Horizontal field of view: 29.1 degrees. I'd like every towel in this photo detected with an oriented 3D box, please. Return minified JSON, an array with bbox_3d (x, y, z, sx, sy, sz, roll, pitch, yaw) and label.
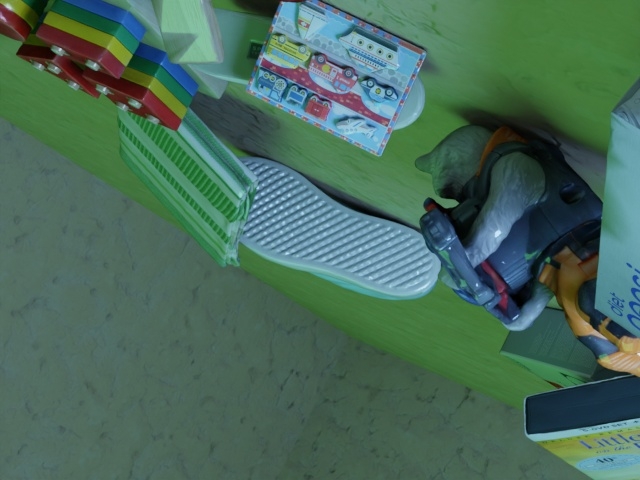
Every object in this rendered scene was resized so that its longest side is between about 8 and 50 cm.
[{"bbox_3d":[-0.181,-0.097,1.635,0.248,0.038,0.325,46,162,8],"label":"towel"}]

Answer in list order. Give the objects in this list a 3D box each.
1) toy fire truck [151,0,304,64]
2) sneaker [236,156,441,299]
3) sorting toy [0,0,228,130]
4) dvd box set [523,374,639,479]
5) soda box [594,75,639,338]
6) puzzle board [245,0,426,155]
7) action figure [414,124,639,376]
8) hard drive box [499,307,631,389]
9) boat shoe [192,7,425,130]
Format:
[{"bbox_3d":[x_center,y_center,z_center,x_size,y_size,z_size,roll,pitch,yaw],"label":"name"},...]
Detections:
[{"bbox_3d":[-0.079,-0.197,0.785,0.217,0.158,0.246,24,-177,22],"label":"toy fire truck"},{"bbox_3d":[0.000,0.000,1.786,0.366,0.135,0.150,27,170,12],"label":"sneaker"},{"bbox_3d":[-0.269,-0.229,1.358,0.255,0.089,0.257,24,172,24],"label":"sorting toy"},{"bbox_3d":[0.504,0.275,1.639,0.307,0.062,0.420,-16,146,32],"label":"dvd box set"},{"bbox_3d":[0.242,-0.016,0.783,0.098,0.091,0.286,36,165,23],"label":"soda box"},{"bbox_3d":[0.011,-0.138,1.010,0.128,0.096,0.011,26,-157,7],"label":"puzzle board"},{"bbox_3d":[0.224,0.020,1.082,0.330,0.178,0.341,44,-175,14],"label":"action figure"},{"bbox_3d":[0.400,0.179,1.766,0.181,0.089,0.232,31,172,-21],"label":"hard drive box"},{"bbox_3d":[-0.007,-0.154,1.073,0.227,0.079,0.081,20,-166,20],"label":"boat shoe"}]
